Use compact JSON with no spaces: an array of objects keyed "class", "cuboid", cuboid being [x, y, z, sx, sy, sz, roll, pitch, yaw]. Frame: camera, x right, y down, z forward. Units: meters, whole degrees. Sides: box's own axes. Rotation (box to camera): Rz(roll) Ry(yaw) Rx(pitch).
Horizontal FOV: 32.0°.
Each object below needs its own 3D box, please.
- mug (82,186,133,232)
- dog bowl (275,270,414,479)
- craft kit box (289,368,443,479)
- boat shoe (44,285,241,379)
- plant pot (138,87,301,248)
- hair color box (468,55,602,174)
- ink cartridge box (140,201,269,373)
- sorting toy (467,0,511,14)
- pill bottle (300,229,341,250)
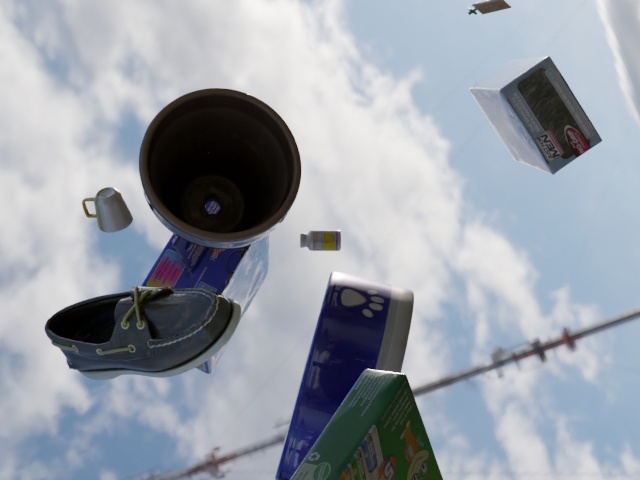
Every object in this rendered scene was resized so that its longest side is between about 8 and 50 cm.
[{"class":"mug","cuboid":[-0.367,-0.054,1.918,0.062,0.078,0.064,-118,13,-51]},{"class":"dog bowl","cuboid":[0.028,0.174,1.337,0.104,0.265,0.265,15,-140,0]},{"class":"craft kit box","cuboid":[0.043,0.298,1.077,0.250,0.061,0.246,-51,-45,-41]},{"class":"boat shoe","cuboid":[-0.232,0.110,1.415,0.091,0.305,0.109,45,-132,-33]},{"class":"plant pot","cuboid":[-0.177,-0.091,1.870,0.229,0.263,0.263,122,132,-70]},{"class":"hair color box","cuboid":[0.407,-0.247,2.163,0.185,0.114,0.374,56,-176,-7]},{"class":"ink cartridge box","cuboid":[-0.218,0.064,2.186,0.151,0.395,0.270,26,-112,6]},{"class":"sorting toy","cuboid":[0.302,-0.430,2.049,0.062,0.083,0.012,10,-105,-60]},{"class":"pill bottle","cuboid":[0.000,0.000,2.279,0.043,0.083,0.043,-179,90,-89]}]
